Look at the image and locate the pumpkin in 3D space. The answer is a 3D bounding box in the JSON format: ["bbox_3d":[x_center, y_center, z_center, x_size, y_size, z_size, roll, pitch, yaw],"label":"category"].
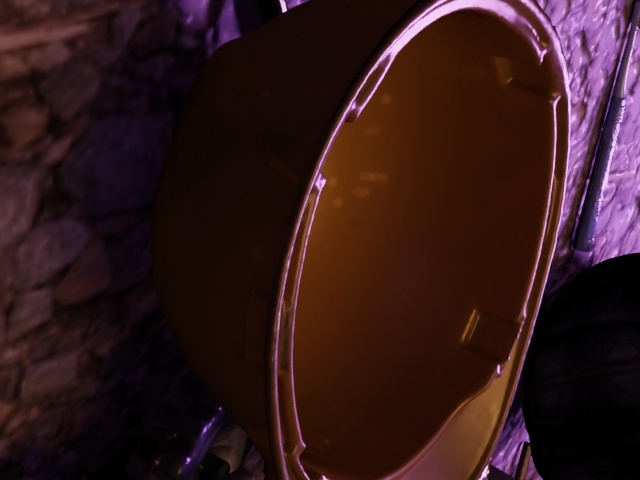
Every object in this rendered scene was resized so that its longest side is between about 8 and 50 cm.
[{"bbox_3d":[0.280,0.125,0.984,0.216,0.250,0.250,-30,169,35],"label":"pumpkin"}]

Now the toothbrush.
[{"bbox_3d":[0.222,-0.087,0.927,0.016,0.019,0.219,-30,137,-50],"label":"toothbrush"}]

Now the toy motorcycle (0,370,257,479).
[{"bbox_3d":[-0.120,0.191,0.520,0.327,0.143,0.188,-46,154,-54],"label":"toy motorcycle"}]

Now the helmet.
[{"bbox_3d":[0.000,0.000,0.535,0.205,0.140,0.257,-22,126,-47],"label":"helmet"}]

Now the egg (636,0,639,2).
[{"bbox_3d":[0.195,-0.208,0.628,0.183,0.183,0.264,-64,157,3],"label":"egg"}]

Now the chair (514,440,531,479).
[{"bbox_3d":[0.200,0.294,1.119,0.104,0.095,0.221,11,105,-47],"label":"chair"}]

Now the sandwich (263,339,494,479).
[{"bbox_3d":[0.048,0.084,0.707,0.215,0.065,0.186,50,50,-57],"label":"sandwich"}]

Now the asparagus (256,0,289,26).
[{"bbox_3d":[-0.022,-0.113,0.536,0.127,0.018,0.015,77,14,-49],"label":"asparagus"}]

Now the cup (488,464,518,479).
[{"bbox_3d":[0.135,0.240,1.022,0.074,0.102,0.099,35,83,-21],"label":"cup"}]
